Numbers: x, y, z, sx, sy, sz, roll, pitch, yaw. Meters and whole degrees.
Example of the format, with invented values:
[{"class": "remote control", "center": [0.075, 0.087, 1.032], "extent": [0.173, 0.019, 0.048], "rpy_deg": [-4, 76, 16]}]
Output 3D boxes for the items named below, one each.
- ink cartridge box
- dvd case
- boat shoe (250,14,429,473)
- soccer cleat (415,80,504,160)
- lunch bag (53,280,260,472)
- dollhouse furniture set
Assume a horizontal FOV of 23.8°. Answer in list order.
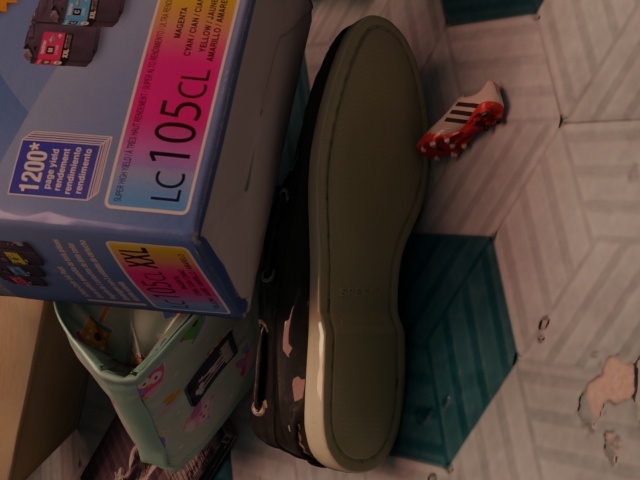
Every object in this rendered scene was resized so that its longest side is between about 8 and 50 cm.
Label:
[{"class": "ink cartridge box", "center": [-0.229, -0.102, 1.101], "extent": [0.396, 0.151, 0.270], "rpy_deg": [4, 64, 15]}, {"class": "dvd case", "center": [-0.157, 0.208, 1.394], "extent": [0.221, 0.018, 0.164], "rpy_deg": [-59, 38, 21]}, {"class": "boat shoe", "center": [0.003, 0.001, 1.146], "extent": [0.113, 0.127, 0.340], "rpy_deg": [-3, 84, 43]}, {"class": "soccer cleat", "center": [0.103, -0.088, 1.125], "extent": [0.083, 0.029, 0.035], "rpy_deg": [-34, 42, 41]}, {"class": "lunch bag", "center": [-0.126, 0.034, 1.221], "extent": [0.223, 0.160, 0.262], "rpy_deg": [84, -174, -64]}, {"class": "dollhouse furniture set", "center": [-0.420, 0.040, 1.463], "extent": [0.362, 0.394, 0.256], "rpy_deg": [-48, -23, -63]}]
